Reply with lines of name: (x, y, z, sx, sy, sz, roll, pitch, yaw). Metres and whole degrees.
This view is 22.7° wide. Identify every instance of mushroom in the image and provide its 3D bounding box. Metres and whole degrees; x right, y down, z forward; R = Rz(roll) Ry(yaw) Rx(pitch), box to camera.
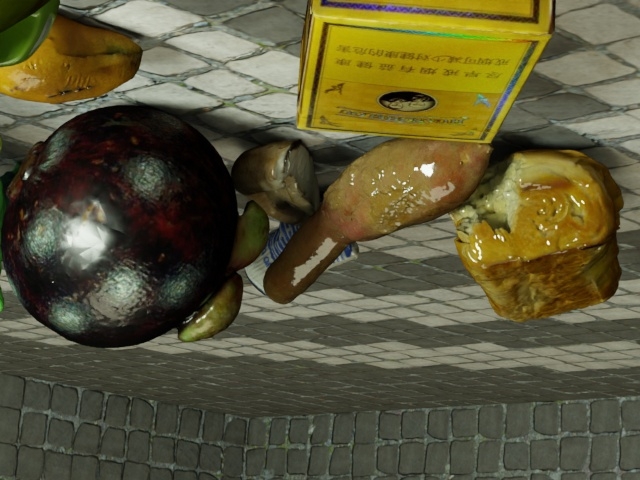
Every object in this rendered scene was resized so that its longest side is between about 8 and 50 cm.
mushroom: (-0.053, -0.073, 1.850, 0.094, 0.072, 0.210, -3, 166, 13)

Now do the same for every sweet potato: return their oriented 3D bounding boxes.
sweet potato: (0.050, -0.037, 1.826, 0.109, 0.109, 0.385, 14, 149, -37)

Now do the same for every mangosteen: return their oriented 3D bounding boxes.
mangosteen: (-0.203, -0.008, 1.732, 0.288, 0.288, 0.288, 4, 167, 1)

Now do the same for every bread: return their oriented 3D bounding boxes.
bread: (0.259, -0.011, 1.863, 0.195, 0.149, 0.344, -14, 164, 8)

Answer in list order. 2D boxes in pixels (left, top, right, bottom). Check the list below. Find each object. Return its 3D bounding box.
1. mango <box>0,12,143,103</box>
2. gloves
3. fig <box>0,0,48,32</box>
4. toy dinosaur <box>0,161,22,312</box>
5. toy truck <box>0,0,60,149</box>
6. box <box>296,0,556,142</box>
mango: (-0.250, -0.167, 1.497, 0.159, 0.084, 0.105, 14, 169, -35)
gloves: (-0.006, -0.001, 2.051, 0.229, 0.119, 0.097, -25, 141, 29)
fig: (-0.247, -0.220, 1.044, 0.203, 0.203, 0.225, -2, 178, 24)
toy dinosaur: (-0.380, -0.101, 1.771, 0.144, 0.374, 0.500, 21, 128, 6)
toy truck: (-0.278, -0.174, 1.209, 0.148, 0.210, 0.187, 6, 164, 3)
box: (0.081, -0.169, 1.380, 0.193, 0.084, 0.301, 5, 167, -2)
